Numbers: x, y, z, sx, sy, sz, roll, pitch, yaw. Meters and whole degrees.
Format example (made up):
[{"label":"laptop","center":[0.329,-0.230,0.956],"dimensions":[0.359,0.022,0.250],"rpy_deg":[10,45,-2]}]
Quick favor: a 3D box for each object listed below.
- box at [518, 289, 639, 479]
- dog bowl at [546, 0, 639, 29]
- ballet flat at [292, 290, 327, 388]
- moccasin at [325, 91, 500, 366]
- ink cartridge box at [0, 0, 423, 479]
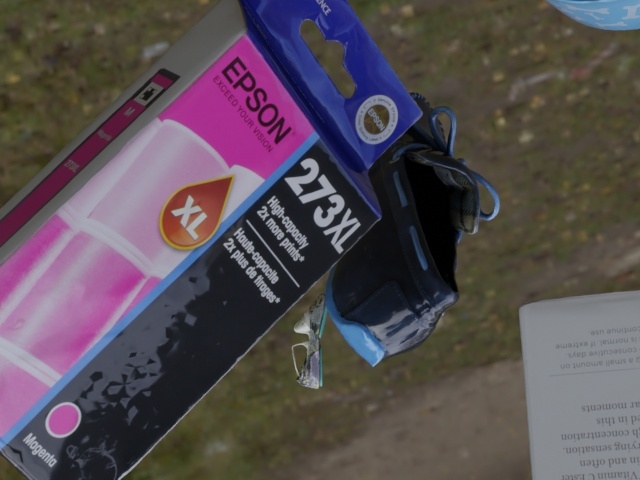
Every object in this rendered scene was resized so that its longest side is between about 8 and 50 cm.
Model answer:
[{"label":"box","center":[0.243,0.212,0.957],"dimensions":[0.168,0.345,0.215],"rpy_deg":[-7,169,22]},{"label":"dog bowl","center":[0.200,-0.272,1.008],"dimensions":[0.166,0.297,0.074],"rpy_deg":[-7,156,25]},{"label":"ballet flat","center":[-0.013,0.114,1.757],"dimensions":[0.041,0.114,0.041],"rpy_deg":[5,-177,0]},{"label":"moccasin","center":[0.094,-0.022,1.327],"dimensions":[0.117,0.342,0.138],"rpy_deg":[-30,122,27]},{"label":"ink cartridge box","center":[-0.086,-0.010,0.973],"dimensions":[0.371,0.069,0.176],"rpy_deg":[-46,125,-13]}]
